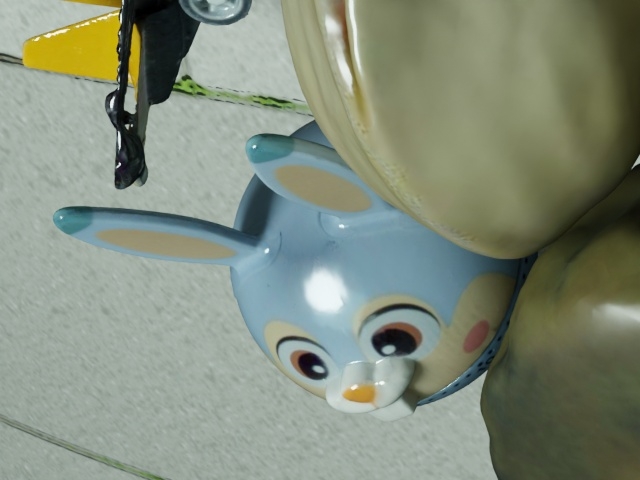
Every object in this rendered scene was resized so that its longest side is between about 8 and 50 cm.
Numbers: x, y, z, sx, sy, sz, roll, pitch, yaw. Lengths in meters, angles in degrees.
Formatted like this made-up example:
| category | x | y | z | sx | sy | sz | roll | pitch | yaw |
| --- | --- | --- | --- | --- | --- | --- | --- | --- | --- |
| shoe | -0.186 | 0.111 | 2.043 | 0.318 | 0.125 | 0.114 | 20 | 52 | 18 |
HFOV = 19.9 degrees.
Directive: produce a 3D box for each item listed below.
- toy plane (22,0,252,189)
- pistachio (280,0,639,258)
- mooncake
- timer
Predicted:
| category | x | y | z | sx | sy | sz | roll | pitch | yaw |
| --- | --- | --- | --- | --- | --- | --- | --- | --- | --- |
| toy plane | -0.061 | -0.187 | 0.810 | 0.103 | 0.204 | 0.316 | 12 | 141 | -9 |
| pistachio | 0.053 | -0.134 | 0.735 | 0.166 | 0.197 | 0.288 | -2 | 104 | 39 |
| mooncake | 0.224 | 0.083 | 0.827 | 0.290 | 0.161 | 0.290 | 26 | 143 | 22 |
| timer | 0.011 | 0.017 | 0.892 | 0.175 | 0.255 | 0.175 | 6 | 104 | 25 |
